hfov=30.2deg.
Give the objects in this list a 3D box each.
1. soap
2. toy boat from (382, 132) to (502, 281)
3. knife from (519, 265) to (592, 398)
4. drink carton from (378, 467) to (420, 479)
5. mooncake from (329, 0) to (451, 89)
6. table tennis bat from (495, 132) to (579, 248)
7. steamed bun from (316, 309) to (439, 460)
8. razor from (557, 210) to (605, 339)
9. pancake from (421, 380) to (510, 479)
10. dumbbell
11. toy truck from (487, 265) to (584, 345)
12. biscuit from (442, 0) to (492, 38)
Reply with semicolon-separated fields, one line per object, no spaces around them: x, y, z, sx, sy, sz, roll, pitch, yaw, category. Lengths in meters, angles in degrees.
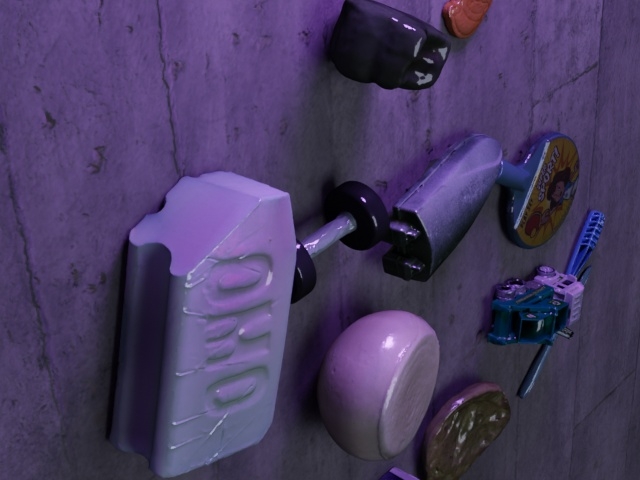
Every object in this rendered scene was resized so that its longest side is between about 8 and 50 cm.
-0.140;0.097;1.479;0.208;0.115;0.347;-13;118;-48;soap
0.198;-0.069;1.842;0.319;0.092;0.141;-45;138;-38;toy boat
0.475;0.182;2.381;0.313;0.019;0.044;-60;151;-11;knife
0.097;0.510;2.007;0.222;0.101;0.134;-34;134;-37;drink carton
0.095;-0.250;1.549;0.175;0.168;0.104;9;103;-37;mooncake
0.374;-0.094;2.089;0.329;0.044;0.215;16;97;-55;table tennis bat
0.076;0.211;1.784;0.232;0.145;0.232;-45;144;-48;steamed bun
0.496;0.061;2.323;0.081;0.042;0.253;22;89;-13;razor
0.255;0.356;2.171;0.241;0.050;0.242;-28;135;-32;pancake
0.000;0.000;1.615;0.191;0.100;0.100;-35;133;-37;dumbbell
0.400;0.130;2.172;0.216;0.116;0.110;-21;124;-45;toy truck
0.227;-0.365;1.775;0.102;0.019;0.131;34;81;-54;biscuit
